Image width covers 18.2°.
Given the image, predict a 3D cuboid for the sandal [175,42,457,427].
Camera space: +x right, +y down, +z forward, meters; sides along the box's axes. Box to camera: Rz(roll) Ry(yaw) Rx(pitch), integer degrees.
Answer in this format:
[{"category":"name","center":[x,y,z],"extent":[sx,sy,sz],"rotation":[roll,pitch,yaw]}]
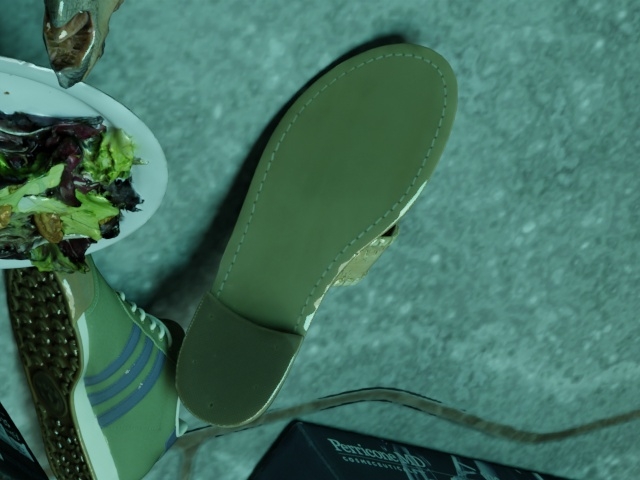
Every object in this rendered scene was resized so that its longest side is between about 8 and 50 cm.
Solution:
[{"category":"sandal","center":[-0.006,-0.003,1.129],"extent":[0.240,0.088,0.079],"rotation":[-59,175,-3]}]

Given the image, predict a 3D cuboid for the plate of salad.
[{"category":"plate of salad","center":[-0.171,-0.026,0.932],"extent":[0.200,0.048,0.200],"rotation":[-1,150,0]}]

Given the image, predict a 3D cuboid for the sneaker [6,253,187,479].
[{"category":"sneaker","center":[-0.116,0.059,1.108],"extent":[0.086,0.064,0.192],"rotation":[-33,136,-31]}]

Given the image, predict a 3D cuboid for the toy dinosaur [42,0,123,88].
[{"category":"toy dinosaur","center":[-0.041,-0.216,0.879],"extent":[0.295,0.127,0.200],"rotation":[-35,148,-25]}]

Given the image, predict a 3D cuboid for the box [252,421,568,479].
[{"category":"box","center":[0.125,0.304,1.306],"extent":[0.343,0.312,0.179],"rotation":[18,113,-45]}]

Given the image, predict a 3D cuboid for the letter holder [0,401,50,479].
[{"category":"letter holder","center":[-0.279,0.099,0.884],"extent":[0.214,0.152,0.302],"rotation":[-36,156,-1]}]
